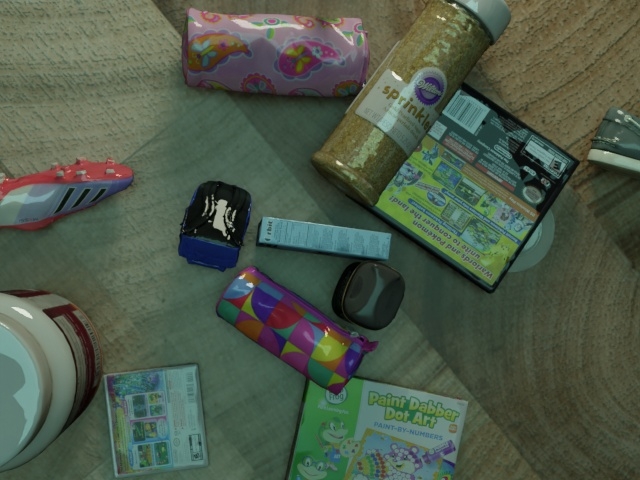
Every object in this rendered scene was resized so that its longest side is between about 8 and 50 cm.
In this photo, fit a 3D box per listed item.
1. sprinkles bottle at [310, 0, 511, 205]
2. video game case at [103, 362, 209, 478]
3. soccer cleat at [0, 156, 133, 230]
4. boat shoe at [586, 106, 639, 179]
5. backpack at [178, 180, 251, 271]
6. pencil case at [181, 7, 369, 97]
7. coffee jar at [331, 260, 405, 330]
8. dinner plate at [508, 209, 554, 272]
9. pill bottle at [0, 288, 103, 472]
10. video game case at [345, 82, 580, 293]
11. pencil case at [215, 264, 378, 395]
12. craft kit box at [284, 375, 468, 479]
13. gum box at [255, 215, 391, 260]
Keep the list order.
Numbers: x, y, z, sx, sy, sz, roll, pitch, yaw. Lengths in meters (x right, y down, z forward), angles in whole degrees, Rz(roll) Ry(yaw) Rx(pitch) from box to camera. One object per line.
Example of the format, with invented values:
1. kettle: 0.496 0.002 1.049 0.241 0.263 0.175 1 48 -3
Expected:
1. sprinkles bottle: 0.134 -0.223 1.426 0.121 0.121 0.355 36 86 -3
2. video game case: -0.248 0.271 1.459 0.143 0.019 0.157 -6 90 -5
3. soccer cleat: -0.398 -0.062 1.434 0.248 0.083 0.095 -10 114 -9
4. boat shoe: 0.580 -0.129 1.501 0.319 0.116 0.099 14 91 0
5. backpack: -0.158 -0.023 1.438 0.098 0.101 0.120 16 55 -8
6. pencil case: -0.065 -0.281 1.447 0.284 0.124 0.124 1 88 -6
7. coffee jar: 0.068 0.079 1.410 0.079 0.184 0.096 24 85 -4
8. dinner plate: 0.302 -0.020 1.521 0.141 0.017 0.141 0 87 -5
9. pill bottle: -0.418 0.177 1.258 0.224 0.392 0.224 0 88 -5
10. video game case: 0.219 -0.096 1.496 0.274 0.035 0.248 34 85 1
11. pencil case: -0.036 0.128 1.421 0.236 0.104 0.104 30 86 9
12. craft kit box: 0.078 0.337 1.471 0.249 0.061 0.247 12 84 -5
13. gum box: 0.000 0.000 1.421 0.184 0.157 0.041 8 87 -5
